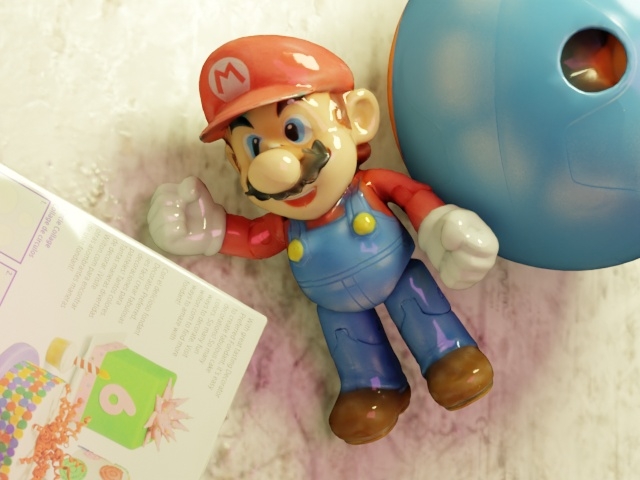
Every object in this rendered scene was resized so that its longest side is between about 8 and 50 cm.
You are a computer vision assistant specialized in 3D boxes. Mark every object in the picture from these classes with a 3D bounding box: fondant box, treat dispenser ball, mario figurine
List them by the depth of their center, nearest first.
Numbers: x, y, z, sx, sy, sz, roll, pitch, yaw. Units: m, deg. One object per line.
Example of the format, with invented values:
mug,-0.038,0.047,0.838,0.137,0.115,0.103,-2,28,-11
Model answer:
fondant box,-0.229,0.083,1.197,0.330,0.096,0.238,31,66,-20
mario figurine,0.000,0.000,1.294,0.198,0.170,0.320,-31,102,-17
treat dispenser ball,0.194,-0.120,1.365,0.288,0.288,0.288,6,77,-28
